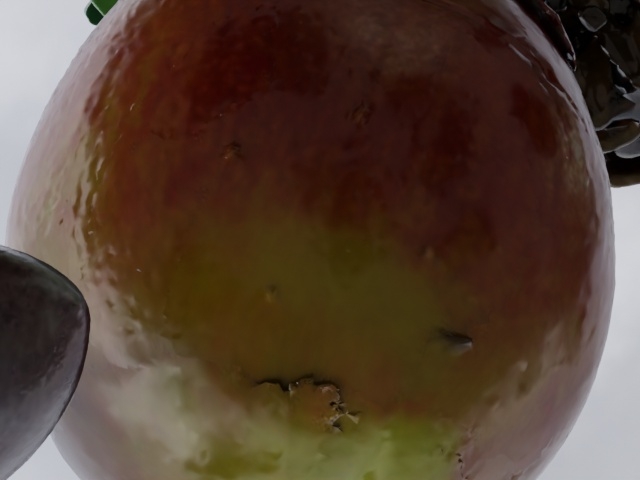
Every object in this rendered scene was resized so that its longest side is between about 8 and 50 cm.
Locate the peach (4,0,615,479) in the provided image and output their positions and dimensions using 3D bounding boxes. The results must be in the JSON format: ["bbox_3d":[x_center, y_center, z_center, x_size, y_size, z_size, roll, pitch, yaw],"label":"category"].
[{"bbox_3d":[0.000,0.000,1.073,0.370,0.370,0.370,9,-118,-16],"label":"peach"}]

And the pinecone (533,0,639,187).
[{"bbox_3d":[0.222,-0.239,1.788,0.398,0.398,0.397,9,-118,-16],"label":"pinecone"}]

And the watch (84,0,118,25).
[{"bbox_3d":[-0.110,-0.192,1.580,0.165,0.152,0.131,39,-83,-26],"label":"watch"}]

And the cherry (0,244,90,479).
[{"bbox_3d":[-0.142,0.064,0.762,0.188,0.148,0.115,49,-167,-37],"label":"cherry"}]
